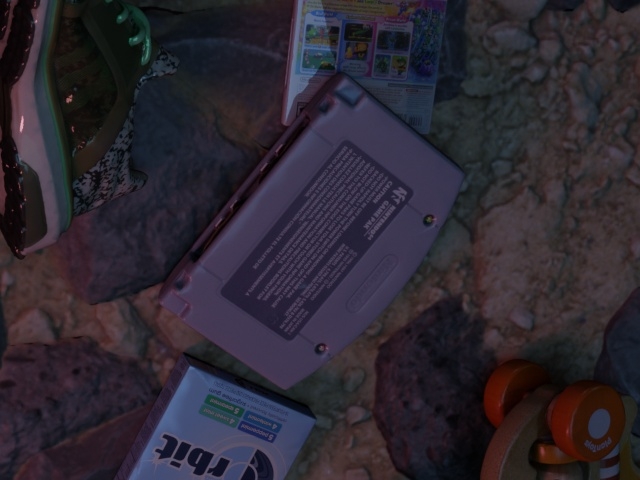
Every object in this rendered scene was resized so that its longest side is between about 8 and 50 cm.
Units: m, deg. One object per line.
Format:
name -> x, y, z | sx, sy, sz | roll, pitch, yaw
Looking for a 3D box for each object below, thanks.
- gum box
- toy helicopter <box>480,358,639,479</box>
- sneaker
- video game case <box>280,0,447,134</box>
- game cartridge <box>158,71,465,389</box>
gum box -> -0.116, 0.230, 1.518 | 0.157, 0.041, 0.184 | 26, 98, -22
toy helicopter -> 0.313, 0.286, 1.615 | 0.355, 0.140, 0.235 | 21, 85, -35
sneaker -> -0.213, -0.181, 1.292 | 0.182, 0.158, 0.410 | -19, 139, -33
video game case -> 0.044, -0.181, 1.456 | 0.157, 0.019, 0.143 | 2, 105, -17
game cartridge -> 0.000, 0.000, 1.468 | 0.196, 0.060, 0.294 | 38, 97, -21
